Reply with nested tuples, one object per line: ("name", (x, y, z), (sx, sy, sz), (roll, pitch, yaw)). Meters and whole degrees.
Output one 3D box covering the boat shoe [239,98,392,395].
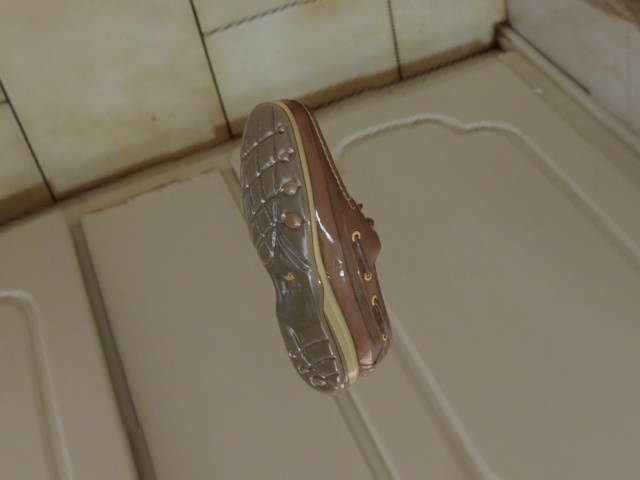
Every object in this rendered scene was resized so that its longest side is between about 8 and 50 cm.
("boat shoe", (0.000, 0.000, 0.606), (0.060, 0.064, 0.178), (-25, 109, -34))
